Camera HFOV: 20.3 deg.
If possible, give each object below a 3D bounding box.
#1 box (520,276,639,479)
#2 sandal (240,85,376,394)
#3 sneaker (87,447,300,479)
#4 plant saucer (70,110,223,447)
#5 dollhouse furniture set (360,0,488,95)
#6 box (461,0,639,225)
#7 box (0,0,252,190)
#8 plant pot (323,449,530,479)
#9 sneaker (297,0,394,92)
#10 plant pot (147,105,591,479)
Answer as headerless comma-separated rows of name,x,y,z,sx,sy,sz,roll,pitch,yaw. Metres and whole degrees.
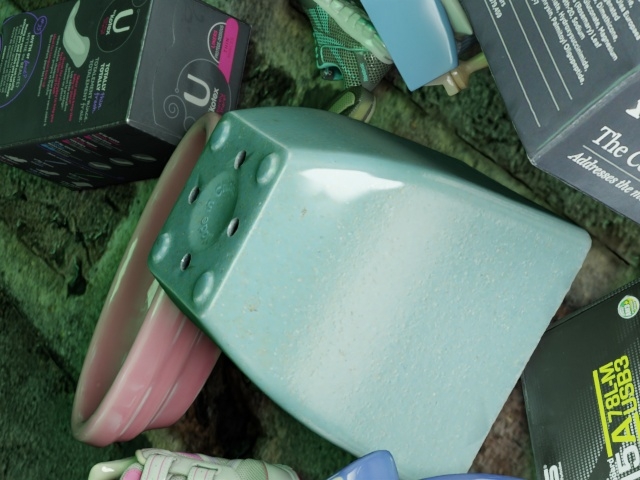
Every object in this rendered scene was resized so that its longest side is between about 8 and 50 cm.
box,0.238,0.127,1.332,0.184,0.045,0.191,-29,51,34
sandal,-0.001,0.001,1.631,0.120,0.086,0.303,-106,31,-69
sneaker,-0.124,0.243,1.618,0.252,0.111,0.103,-12,63,44
plant saucer,-0.134,0.045,1.672,0.332,0.084,0.332,-157,90,-78
dollhouse furniture set,0.130,-0.297,1.550,0.198,0.286,0.303,-27,93,18
box,0.324,-0.142,1.138,0.312,0.343,0.179,-43,43,26
box,-0.222,-0.160,1.900,0.270,0.143,0.165,-6,69,45
plant pot,0.048,0.302,1.324,0.236,0.212,0.236,-36,47,31
sneaker,0.015,-0.194,1.725,0.076,0.065,0.166,-59,39,14
plant pot,0.011,0.023,1.440,0.247,0.252,0.248,-62,29,5
